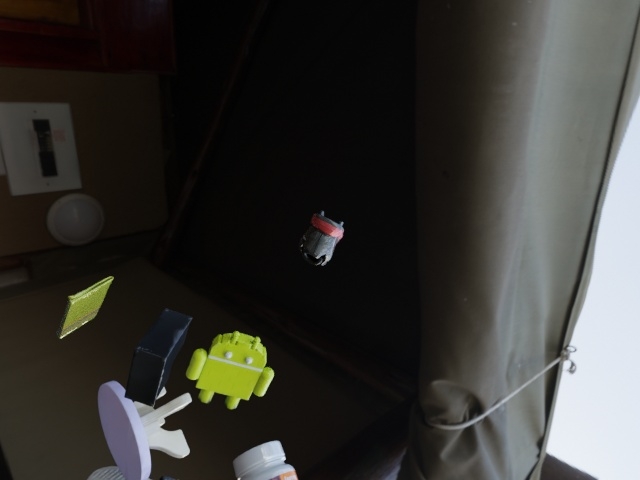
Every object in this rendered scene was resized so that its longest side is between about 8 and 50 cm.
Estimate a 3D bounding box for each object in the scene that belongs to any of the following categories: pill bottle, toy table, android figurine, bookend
[{"bbox_3d":[-0.163,0.943,1.488,0.224,0.224,0.392,-58,-133,40],"label":"pill bottle"},{"bbox_3d":[-0.487,0.505,1.180,0.252,0.160,0.274,-30,-104,36],"label":"toy table"},{"bbox_3d":[-0.263,0.383,1.256,0.273,0.248,0.056,-62,-164,20],"label":"android figurine"},{"bbox_3d":[-0.382,0.274,1.004,0.072,0.157,0.156,21,-64,-3],"label":"bookend"}]

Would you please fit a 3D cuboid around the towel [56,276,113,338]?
[{"bbox_3d":[-0.550,0.155,0.979,0.021,0.102,0.237,49,-46,0],"label":"towel"}]

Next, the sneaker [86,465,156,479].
[{"bbox_3d":[-0.502,0.731,1.182,0.320,0.126,0.128,6,-45,13],"label":"sneaker"}]

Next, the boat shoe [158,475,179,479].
[{"bbox_3d":[-0.413,0.644,0.966,0.076,0.228,0.080,45,-9,-20],"label":"boat shoe"}]

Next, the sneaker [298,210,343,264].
[{"bbox_3d":[0.000,0.000,1.167,0.097,0.276,0.135,28,-90,2],"label":"sneaker"}]
